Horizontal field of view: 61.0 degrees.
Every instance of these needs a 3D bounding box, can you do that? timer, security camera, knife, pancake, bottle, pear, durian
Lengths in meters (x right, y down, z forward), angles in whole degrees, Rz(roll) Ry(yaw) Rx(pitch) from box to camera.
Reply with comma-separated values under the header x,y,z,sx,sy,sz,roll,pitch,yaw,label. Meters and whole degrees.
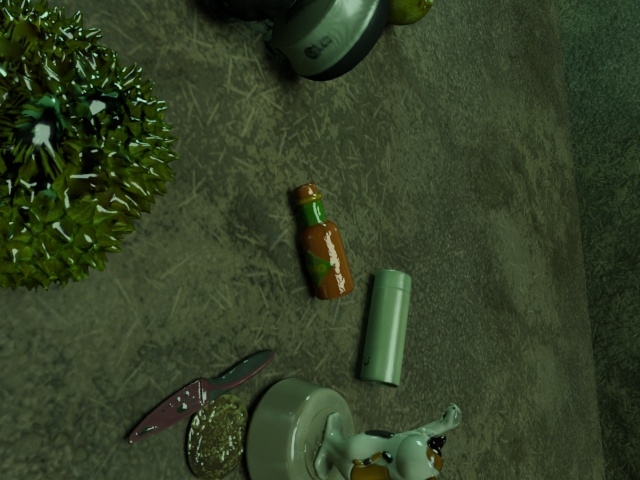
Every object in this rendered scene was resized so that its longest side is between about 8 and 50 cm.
x,y,z,sx,sy,sz,roll,pitch,yaw,label
0.052,0.284,0.731,0.175,0.265,0.175,10,77,-52,timer
-0.050,-0.379,0.790,0.277,0.197,0.191,28,52,-36,security camera
-0.146,0.193,0.711,0.247,0.018,0.036,-21,86,-50,knife
-0.133,0.262,0.723,0.114,0.011,0.115,10,77,-48,pancake
0.120,0.158,0.985,0.072,0.072,0.202,30,62,-43,bottle
0.157,-0.503,1.106,0.141,0.104,0.141,38,34,-32,pear
0.000,0.000,0.877,0.069,0.069,0.187,-25,102,-48,bottle
-0.261,-0.082,0.485,0.291,0.225,0.291,14,49,-17,durian
